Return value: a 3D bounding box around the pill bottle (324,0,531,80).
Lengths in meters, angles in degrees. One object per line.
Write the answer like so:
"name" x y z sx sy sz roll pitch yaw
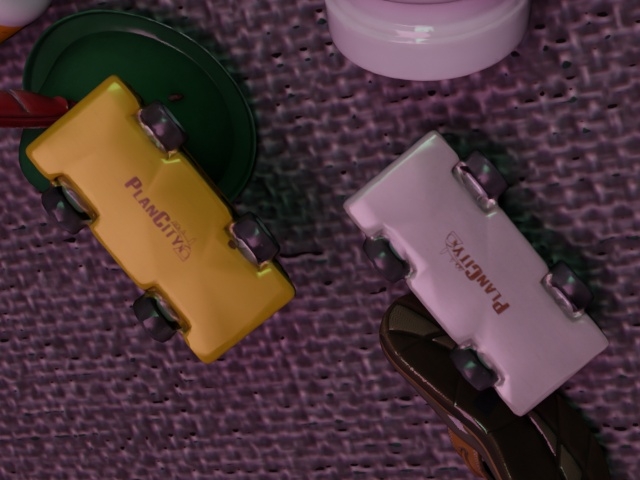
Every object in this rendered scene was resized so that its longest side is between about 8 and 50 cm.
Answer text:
"pill bottle" 0.057 -0.227 0.813 0.153 0.153 0.265 13 138 18

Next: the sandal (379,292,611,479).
"sandal" 0.119 0.132 1.036 0.219 0.090 0.060 44 145 4

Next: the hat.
"hat" -0.170 -0.046 0.999 0.208 0.183 0.173 17 127 10

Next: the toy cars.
"toy cars" 0.000 0.000 0.987 0.393 0.087 0.177 10 99 -2

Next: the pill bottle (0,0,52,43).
"pill bottle" -0.267 -0.178 1.030 0.215 0.117 0.117 -27 102 32
